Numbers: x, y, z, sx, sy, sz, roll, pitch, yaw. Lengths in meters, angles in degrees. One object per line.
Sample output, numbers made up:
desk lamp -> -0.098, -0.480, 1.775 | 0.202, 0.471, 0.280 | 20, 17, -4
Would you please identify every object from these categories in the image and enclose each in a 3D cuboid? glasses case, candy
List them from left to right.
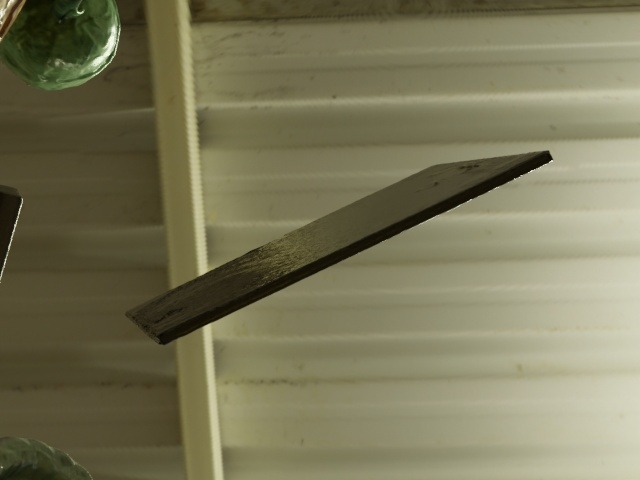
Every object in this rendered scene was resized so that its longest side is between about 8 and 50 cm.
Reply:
glasses case -> -0.340, 0.037, 1.120 | 0.042, 0.072, 0.190 | 14, -82, -28
candy -> -0.187, -0.193, 0.861 | 0.119, 0.440, 0.119 | 0, -90, -20

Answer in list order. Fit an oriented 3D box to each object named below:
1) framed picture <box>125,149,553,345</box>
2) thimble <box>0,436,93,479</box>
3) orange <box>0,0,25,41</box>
framed picture -> 0.000, 0.000, 0.912 | 0.324, 0.244, 0.013 | -25, -82, -13
thimble -> -0.357, 0.342, 1.281 | 0.150, 0.237, 0.237 | -42, -82, 17
orange -> -0.296, -0.194, 0.598 | 0.312, 0.312, 0.312 | 1, -76, 4
